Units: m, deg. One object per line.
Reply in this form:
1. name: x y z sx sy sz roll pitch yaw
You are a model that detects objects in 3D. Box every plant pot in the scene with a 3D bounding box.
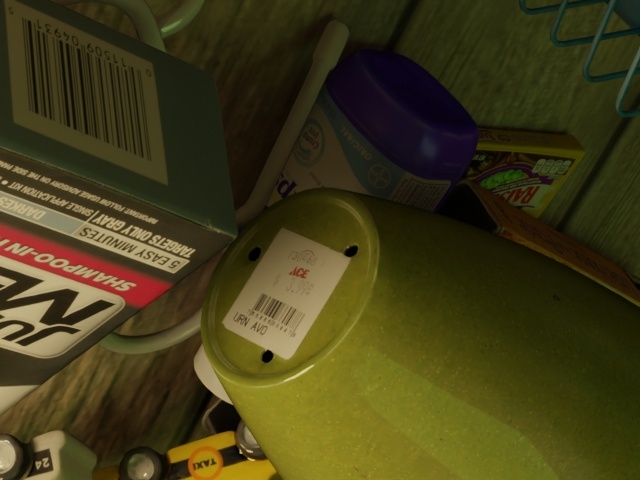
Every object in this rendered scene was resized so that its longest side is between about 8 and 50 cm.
1. plant pot: 0.066 0.095 1.178 0.275 0.275 0.293 -45 132 8

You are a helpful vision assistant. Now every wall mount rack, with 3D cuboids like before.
1. wall mount rack: -0.101 -0.090 1.099 0.304 0.130 0.350 -29 147 -9

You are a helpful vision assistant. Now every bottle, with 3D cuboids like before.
1. bottle: 0.000 0.000 1.313 0.092 0.118 0.283 -1 133 -49

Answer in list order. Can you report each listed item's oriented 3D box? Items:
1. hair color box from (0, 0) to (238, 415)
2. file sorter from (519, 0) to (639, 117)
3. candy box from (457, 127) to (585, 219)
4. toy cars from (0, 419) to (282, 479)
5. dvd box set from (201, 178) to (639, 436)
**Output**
1. hair color box: -0.238 0.021 0.955 0.185 0.114 0.374 22 136 -39
2. file sorter: 0.212 -0.182 1.254 0.104 0.170 0.118 -14 140 -31
3. candy box: 0.122 -0.045 1.468 0.206 0.027 0.105 0 135 -46
4. toy cars: -0.163 0.198 1.337 0.393 0.087 0.176 -2 156 -33
5. dvd box set: 0.124 0.115 1.612 0.307 0.062 0.420 -42 150 14
